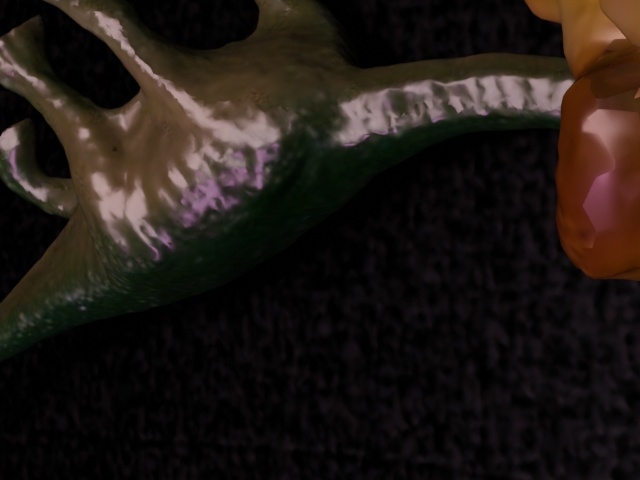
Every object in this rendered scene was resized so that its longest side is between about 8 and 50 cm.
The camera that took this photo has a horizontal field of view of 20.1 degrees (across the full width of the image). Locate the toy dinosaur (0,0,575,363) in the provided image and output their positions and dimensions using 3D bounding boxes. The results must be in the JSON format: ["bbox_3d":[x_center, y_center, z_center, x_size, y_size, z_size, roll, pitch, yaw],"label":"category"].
[{"bbox_3d":[0.000,0.000,0.705,0.301,0.087,0.447,42,119,15],"label":"toy dinosaur"}]

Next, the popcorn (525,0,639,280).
[{"bbox_3d":[0.189,-0.074,0.444,0.332,0.225,0.265,3,87,17],"label":"popcorn"}]
